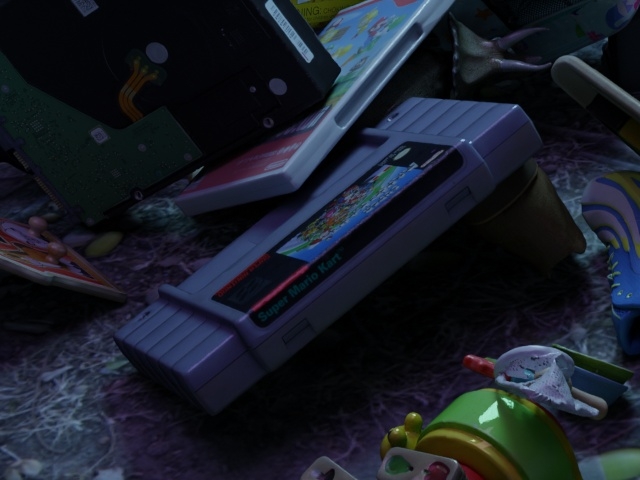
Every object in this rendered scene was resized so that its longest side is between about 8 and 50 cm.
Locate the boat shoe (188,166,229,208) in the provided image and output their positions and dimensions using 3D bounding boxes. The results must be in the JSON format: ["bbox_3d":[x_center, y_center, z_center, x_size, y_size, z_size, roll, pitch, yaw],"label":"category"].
[{"bbox_3d":[-0.045,-0.079,1.843,0.170,0.063,0.059,-31,38,-11],"label":"boat shoe"}]

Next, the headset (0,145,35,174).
[{"bbox_3d":[-0.236,-0.141,1.977,0.394,0.185,0.243,-9,24,36],"label":"headset"}]

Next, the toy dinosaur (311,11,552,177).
[{"bbox_3d":[0.058,-0.120,1.761,0.313,0.121,0.160,-36,-2,-23],"label":"toy dinosaur"}]

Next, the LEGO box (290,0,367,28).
[{"bbox_3d":[0.027,-0.431,1.948,0.500,0.372,0.193,-13,27,-37],"label":"LEGO box"}]

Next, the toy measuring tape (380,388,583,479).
[{"bbox_3d":[0.172,0.179,1.300,0.330,0.121,0.121,16,42,38],"label":"toy measuring tape"}]

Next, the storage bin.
[{"bbox_3d":[0.331,-0.207,1.875,0.098,0.091,0.135,-8,33,8],"label":"storage bin"}]

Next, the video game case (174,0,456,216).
[{"bbox_3d":[-0.001,-0.138,1.748,0.285,0.025,0.204,-51,20,-27],"label":"video game case"}]

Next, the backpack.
[{"bbox_3d":[0.206,-0.289,1.838,0.253,0.191,0.225,-16,35,41],"label":"backpack"}]

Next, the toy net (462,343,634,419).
[{"bbox_3d":[0.163,0.094,1.380,0.122,0.045,0.232,21,0,14],"label":"toy net"}]

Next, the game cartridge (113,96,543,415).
[{"bbox_3d":[0.000,0.000,1.556,0.355,0.068,0.230,-39,13,-13],"label":"game cartridge"}]

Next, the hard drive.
[{"bbox_3d":[-0.177,-0.167,1.743,0.339,0.237,0.064,-28,19,34],"label":"hard drive"}]

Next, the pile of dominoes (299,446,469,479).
[{"bbox_3d":[0.017,0.253,1.230,0.196,0.040,0.251,9,57,35],"label":"pile of dominoes"}]

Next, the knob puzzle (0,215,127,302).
[{"bbox_3d":[-0.293,-0.006,1.727,0.213,0.030,0.213,24,8,-4],"label":"knob puzzle"}]

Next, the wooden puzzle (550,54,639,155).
[{"bbox_3d":[0.316,-0.054,1.553,0.044,0.221,0.239,-53,35,2],"label":"wooden puzzle"}]

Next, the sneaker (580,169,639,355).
[{"bbox_3d":[0.267,0.022,1.536,0.126,0.091,0.240,-28,35,-20],"label":"sneaker"}]

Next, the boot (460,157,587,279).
[{"bbox_3d":[0.163,-0.040,1.685,0.112,0.115,0.305,-42,14,8],"label":"boot"}]
